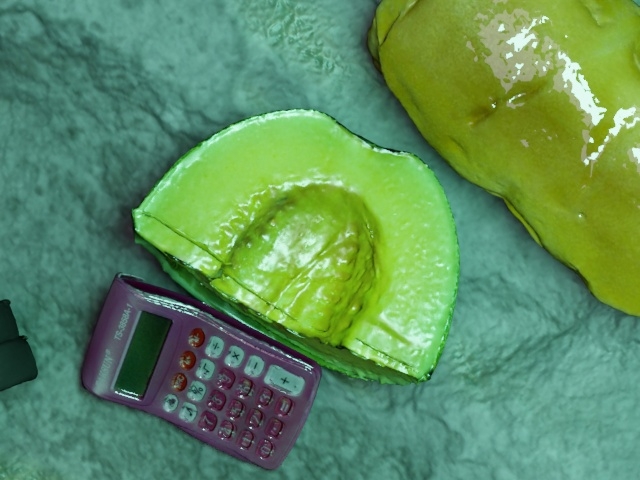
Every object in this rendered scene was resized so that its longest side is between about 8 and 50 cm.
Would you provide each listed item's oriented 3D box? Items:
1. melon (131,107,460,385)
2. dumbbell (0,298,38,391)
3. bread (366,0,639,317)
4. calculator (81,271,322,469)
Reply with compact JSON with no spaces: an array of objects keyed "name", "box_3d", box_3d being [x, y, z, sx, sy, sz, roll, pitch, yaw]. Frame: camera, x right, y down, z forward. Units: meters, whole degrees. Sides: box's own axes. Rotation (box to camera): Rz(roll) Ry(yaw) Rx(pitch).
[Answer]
[{"name":"melon","box_3d":[0.000,0.000,1.431,0.265,0.129,0.169,27,74,7]},{"name":"dumbbell","box_3d":[-0.352,0.005,1.426,0.185,0.185,0.388,-18,91,6]},{"name":"bread","box_3d":[0.197,-0.101,1.385,0.344,0.149,0.195,44,95,2]},{"name":"calculator","box_3d":[-0.099,0.109,1.461,0.190,0.034,0.126,25,123,1]}]
